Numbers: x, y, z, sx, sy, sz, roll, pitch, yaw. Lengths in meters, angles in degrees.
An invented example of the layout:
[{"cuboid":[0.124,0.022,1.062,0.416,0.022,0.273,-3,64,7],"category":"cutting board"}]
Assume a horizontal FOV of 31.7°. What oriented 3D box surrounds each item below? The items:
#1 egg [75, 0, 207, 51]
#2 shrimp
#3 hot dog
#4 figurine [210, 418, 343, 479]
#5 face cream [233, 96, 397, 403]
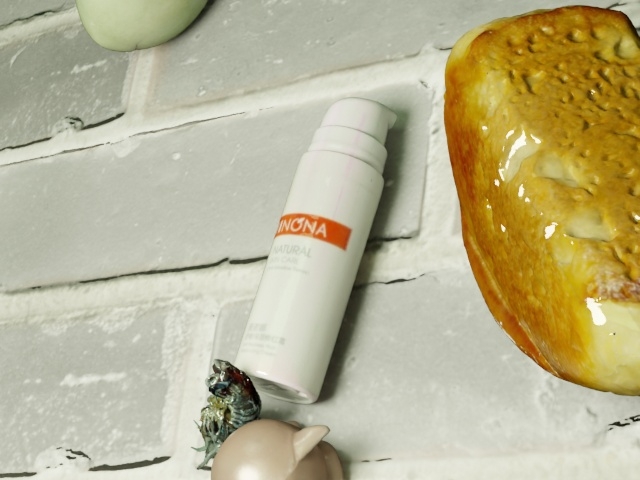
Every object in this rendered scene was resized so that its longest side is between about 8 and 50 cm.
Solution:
[{"cuboid":[-0.238,-0.373,1.540,0.186,0.186,0.253,21,74,39],"category":"egg"},{"cuboid":[-0.096,0.188,1.170,0.076,0.174,0.082,26,58,4],"category":"shrimp"},{"cuboid":[0.242,-0.012,0.999,0.185,0.223,0.405,-11,51,-9],"category":"hot dog"},{"cuboid":[-0.047,0.237,1.116,0.125,0.125,0.138,24,65,40],"category":"figurine"},{"cuboid":[0.000,0.000,1.227,0.102,0.102,0.346,3,67,34],"category":"face cream"}]
